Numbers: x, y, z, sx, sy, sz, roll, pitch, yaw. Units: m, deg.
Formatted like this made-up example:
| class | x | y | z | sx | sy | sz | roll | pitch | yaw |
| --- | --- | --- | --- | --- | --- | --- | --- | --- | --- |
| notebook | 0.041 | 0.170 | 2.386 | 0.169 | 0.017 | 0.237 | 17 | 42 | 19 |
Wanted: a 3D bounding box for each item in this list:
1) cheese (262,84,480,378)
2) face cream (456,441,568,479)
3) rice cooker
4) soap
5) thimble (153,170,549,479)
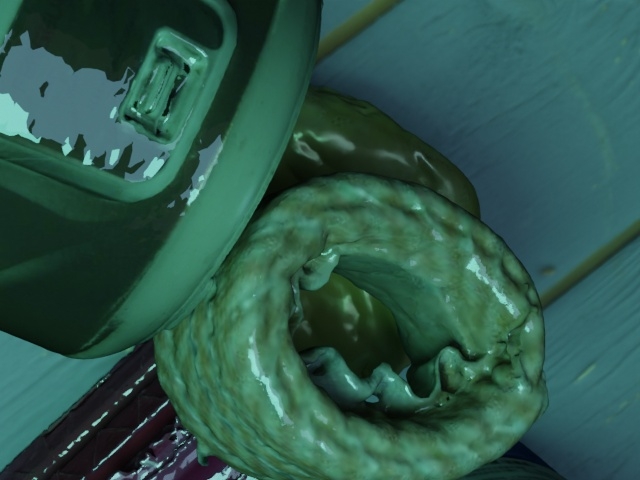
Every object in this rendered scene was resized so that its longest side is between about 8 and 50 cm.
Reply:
| class | x | y | z | sx | sy | sz | roll | pitch | yaw |
| --- | --- | --- | --- | --- | --- | --- | --- | --- | --- |
| cheese | 0.000 | 0.000 | 1.129 | 0.226 | 0.117 | 0.214 | 28 | 99 | -17 |
| face cream | 0.120 | 0.289 | 1.181 | 0.249 | 0.225 | 0.248 | -4 | 105 | -15 |
| rice cooker | -0.197 | -0.121 | 0.920 | 0.325 | 0.335 | 0.335 | 27 | 96 | -21 |
| soap | -0.150 | 0.179 | 1.105 | 0.250 | 0.162 | 0.099 | -42 | 118 | -1 |
| thimble | 0.018 | 0.061 | 0.986 | 0.229 | 0.148 | 0.195 | -1 | 83 | -31 |
